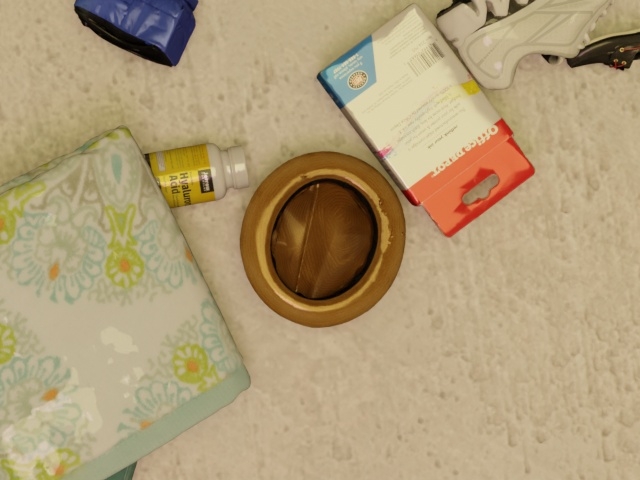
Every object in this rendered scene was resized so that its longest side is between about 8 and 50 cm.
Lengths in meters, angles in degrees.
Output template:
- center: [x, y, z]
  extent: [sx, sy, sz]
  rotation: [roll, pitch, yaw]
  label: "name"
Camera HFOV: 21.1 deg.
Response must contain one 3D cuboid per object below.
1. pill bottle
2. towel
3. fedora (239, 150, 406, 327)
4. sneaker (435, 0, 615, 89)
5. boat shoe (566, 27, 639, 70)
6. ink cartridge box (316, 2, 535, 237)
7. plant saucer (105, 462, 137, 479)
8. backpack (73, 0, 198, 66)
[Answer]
- center: [-0.139, -0.072, 1.884]
  extent: [0.116, 0.065, 0.065]
  rotation: [-11, 93, -5]
  label: "pill bottle"
- center: [-0.291, 0.103, 1.783]
  extent: [0.374, 0.090, 0.320]
  rotation: [-29, 106, -20]
  label: "towel"
- center: [0.000, 0.000, 1.892]
  extent: [0.194, 0.079, 0.194]
  rotation: [1, 86, -7]
  label: "fedora"
- center: [0.274, -0.267, 1.890]
  extent: [0.292, 0.110, 0.118]
  rotation: [-29, 95, -6]
  label: "sneaker"
- center: [0.339, -0.213, 1.929]
  extent: [0.133, 0.049, 0.042]
  rotation: [-13, 85, -9]
  label: "boat shoe"
- center: [0.117, -0.131, 1.898]
  extent: [0.134, 0.078, 0.231]
  rotation: [-37, 94, -2]
  label: "ink cartridge box"
- center: [-0.227, 0.217, 1.878]
  extent: [0.067, 0.018, 0.192]
  rotation: [18, 70, -6]
  label: "plant saucer"
- center: [-0.199, -0.254, 1.861]
  extent: [0.120, 0.098, 0.101]
  rotation: [23, 80, 7]
  label: "backpack"
